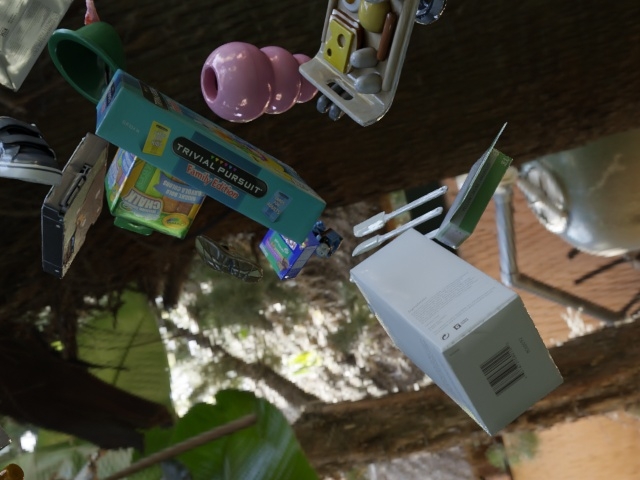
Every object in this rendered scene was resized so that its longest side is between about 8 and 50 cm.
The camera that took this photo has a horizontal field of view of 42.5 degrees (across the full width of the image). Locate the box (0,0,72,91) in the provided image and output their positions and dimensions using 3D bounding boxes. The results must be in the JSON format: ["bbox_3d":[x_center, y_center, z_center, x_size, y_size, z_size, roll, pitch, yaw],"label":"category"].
[{"bbox_3d":[-0.422,-0.349,1.128,0.087,0.169,0.290,26,-159,-36],"label":"box"}]

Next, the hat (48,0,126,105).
[{"bbox_3d":[-0.377,-0.369,1.504,0.208,0.173,0.183,43,-121,-15],"label":"hat"}]

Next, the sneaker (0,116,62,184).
[{"bbox_3d":[-0.623,-0.185,1.671,0.126,0.321,0.128,11,-89,-46],"label":"sneaker"}]

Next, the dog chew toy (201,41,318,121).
[{"bbox_3d":[-0.143,-0.423,2.181,0.206,0.331,0.207,25,120,53],"label":"dog chew toy"}]

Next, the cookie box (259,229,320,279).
[{"bbox_3d":[-0.061,0.008,1.585,0.092,0.040,0.107,55,132,23],"label":"cookie box"}]

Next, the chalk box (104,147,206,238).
[{"bbox_3d":[-0.361,-0.132,1.823,0.289,0.180,0.179,-61,29,19],"label":"chalk box"}]

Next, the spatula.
[{"bbox_3d":[0.160,-0.014,1.690,0.019,0.242,0.168,45,-145,-30],"label":"spatula"}]

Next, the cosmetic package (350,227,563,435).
[{"bbox_3d":[0.212,0.138,1.384,0.197,0.155,0.365,57,174,-26],"label":"cosmetic package"}]

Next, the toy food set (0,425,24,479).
[{"bbox_3d":[-0.649,0.373,1.487,0.232,0.104,0.111,54,-165,3],"label":"toy food set"}]

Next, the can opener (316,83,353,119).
[{"bbox_3d":[0.086,-0.384,2.132,0.283,0.076,0.095,-47,-17,-38],"label":"can opener"}]

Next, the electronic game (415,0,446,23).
[{"bbox_3d":[0.265,-0.701,2.230,0.229,0.048,0.229,46,149,38],"label":"electronic game"}]

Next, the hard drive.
[{"bbox_3d":[-0.609,-0.081,2.036,0.339,0.064,0.237,122,170,-57],"label":"hard drive"}]

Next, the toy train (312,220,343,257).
[{"bbox_3d":[0.000,0.000,2.330,0.105,0.080,0.184,37,-168,4],"label":"toy train"}]

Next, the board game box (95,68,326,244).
[{"bbox_3d":[-0.175,-0.135,1.269,0.336,0.079,0.254,29,-172,-21],"label":"board game box"}]

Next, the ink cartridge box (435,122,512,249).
[{"bbox_3d":[0.285,-0.091,1.472,0.171,0.056,0.235,-59,-2,-14],"label":"ink cartridge box"}]

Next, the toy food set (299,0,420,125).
[{"bbox_3d":[0.053,-0.388,1.456,0.220,0.092,0.306,46,137,35],"label":"toy food set"}]

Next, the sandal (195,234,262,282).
[{"bbox_3d":[-0.208,0.040,1.893,0.049,0.180,0.072,-50,-20,-52],"label":"sandal"}]
